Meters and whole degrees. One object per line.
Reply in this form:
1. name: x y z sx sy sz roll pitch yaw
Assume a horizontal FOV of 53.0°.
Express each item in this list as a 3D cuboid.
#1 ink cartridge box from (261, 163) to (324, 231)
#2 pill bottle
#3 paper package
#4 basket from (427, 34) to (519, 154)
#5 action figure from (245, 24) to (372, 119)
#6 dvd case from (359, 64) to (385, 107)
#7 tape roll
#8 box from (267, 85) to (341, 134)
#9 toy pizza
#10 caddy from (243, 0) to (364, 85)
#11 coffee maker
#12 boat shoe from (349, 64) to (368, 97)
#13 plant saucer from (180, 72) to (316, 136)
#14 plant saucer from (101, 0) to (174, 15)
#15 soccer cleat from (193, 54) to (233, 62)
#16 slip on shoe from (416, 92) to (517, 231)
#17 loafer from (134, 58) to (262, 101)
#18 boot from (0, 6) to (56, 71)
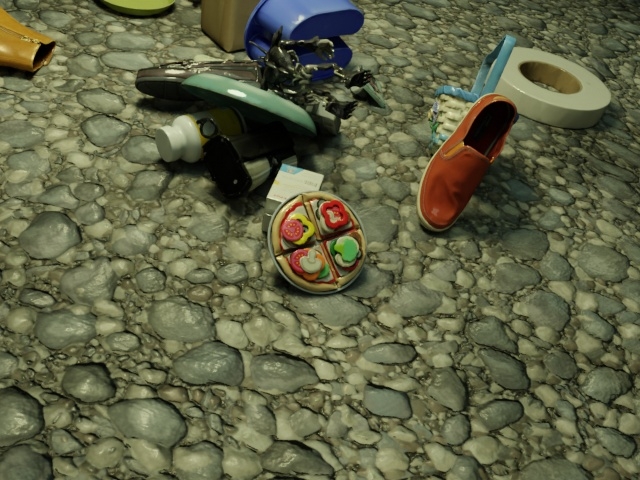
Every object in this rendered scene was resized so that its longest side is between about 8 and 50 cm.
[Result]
1. ink cartridge box: -0.058 -0.071 1.296 0.092 0.089 0.143 17 42 3
2. pill bottle: -0.260 -0.228 1.401 0.184 0.103 0.103 -22 53 -34
3. paper package: -0.177 -0.738 1.833 0.310 0.324 0.168 -26 55 -36
4. basket: 0.373 -0.327 1.530 0.201 0.288 0.255 26 3 3
5. action figure: -0.029 -0.362 1.404 0.276 0.164 0.141 31 23 25
6. dvd case: 0.144 -0.428 1.782 0.087 0.013 0.119 39 31 -31
7. tape roll: 0.707 -0.484 2.008 0.392 0.072 0.392 9 41 -8
8. box: -0.044 -0.316 1.551 0.186 0.038 0.145 19 -3 6
9. toy pizza: 0.000 0.000 1.201 0.201 0.032 0.201 6 75 -21
10. caddy: -0.049 -0.572 1.752 0.341 0.241 0.179 -24 60 -37
11. coffee maker: -0.145 -0.192 1.345 0.120 0.171 0.178 2 22 35
12. boat shoe: 0.106 -0.445 1.807 0.040 0.049 0.142 36 30 -29
13. plant saucer: -0.152 -0.305 1.427 0.318 0.043 0.317 19 4 -1
14. plant saucer: -0.558 -0.732 1.927 0.241 0.037 0.241 9 41 -8
15. soccer cleat: -0.256 -0.447 1.669 0.196 0.076 0.068 38 46 25
16. slip on shoe: 0.311 -0.169 1.374 0.123 0.331 0.101 31 3 -7
17. loafer: -0.291 -0.395 1.553 0.303 0.109 0.095 1 76 -13
18. boot: -0.763 -0.515 1.587 0.211 0.104 0.295 10 46 -14
